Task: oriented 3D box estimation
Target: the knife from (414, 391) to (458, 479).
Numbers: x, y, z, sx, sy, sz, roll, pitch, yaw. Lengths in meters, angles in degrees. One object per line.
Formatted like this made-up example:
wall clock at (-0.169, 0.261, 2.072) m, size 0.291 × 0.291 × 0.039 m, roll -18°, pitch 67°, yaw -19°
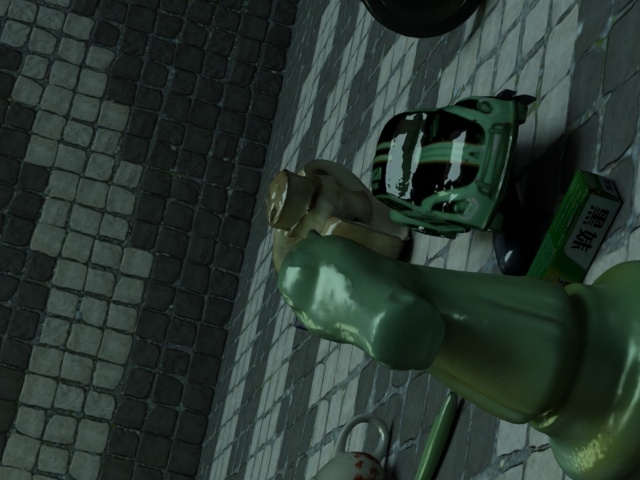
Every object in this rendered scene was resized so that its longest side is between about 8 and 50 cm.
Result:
knife at (0.103, 0.294, 1.398) m, size 0.043 × 0.020 × 0.293 m, roll -106°, pitch 32°, yaw -67°

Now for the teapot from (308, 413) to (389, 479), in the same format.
teapot at (0.032, 0.329, 1.539) m, size 0.159 × 0.116 × 0.245 m, roll 101°, pitch -173°, yaw -71°

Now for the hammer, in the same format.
hammer at (0.201, -0.059, 1.337) m, size 0.290 × 0.037 × 0.137 m, roll -88°, pitch 15°, yaw -55°

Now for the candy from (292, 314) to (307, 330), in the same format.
candy at (0.013, 0.090, 1.979) m, size 0.160 × 0.092 × 0.073 m, roll 120°, pitch 161°, yaw -59°

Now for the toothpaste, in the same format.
toothpaste at (0.217, 0.024, 1.128) m, size 0.043 × 0.037 × 0.178 m, roll -86°, pitch 15°, yaw -60°

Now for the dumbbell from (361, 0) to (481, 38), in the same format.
dumbbell at (0.134, -0.393, 1.752) m, size 0.290 × 0.192 × 0.192 m, roll -106°, pitch 33°, yaw -69°

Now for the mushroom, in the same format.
mushroom at (0.000, 0.000, 1.816) m, size 0.189 × 0.195 × 0.253 m, roll -66°, pitch 26°, yaw 15°

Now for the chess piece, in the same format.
chess piece at (0.113, 0.067, 0.895) m, size 0.176 × 0.298 × 0.175 m, roll -164°, pitch 90°, yaw -82°

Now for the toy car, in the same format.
toy car at (0.124, -0.080, 1.324) m, size 0.306 × 0.125 × 0.136 m, roll 174°, pitch 109°, yaw -83°
